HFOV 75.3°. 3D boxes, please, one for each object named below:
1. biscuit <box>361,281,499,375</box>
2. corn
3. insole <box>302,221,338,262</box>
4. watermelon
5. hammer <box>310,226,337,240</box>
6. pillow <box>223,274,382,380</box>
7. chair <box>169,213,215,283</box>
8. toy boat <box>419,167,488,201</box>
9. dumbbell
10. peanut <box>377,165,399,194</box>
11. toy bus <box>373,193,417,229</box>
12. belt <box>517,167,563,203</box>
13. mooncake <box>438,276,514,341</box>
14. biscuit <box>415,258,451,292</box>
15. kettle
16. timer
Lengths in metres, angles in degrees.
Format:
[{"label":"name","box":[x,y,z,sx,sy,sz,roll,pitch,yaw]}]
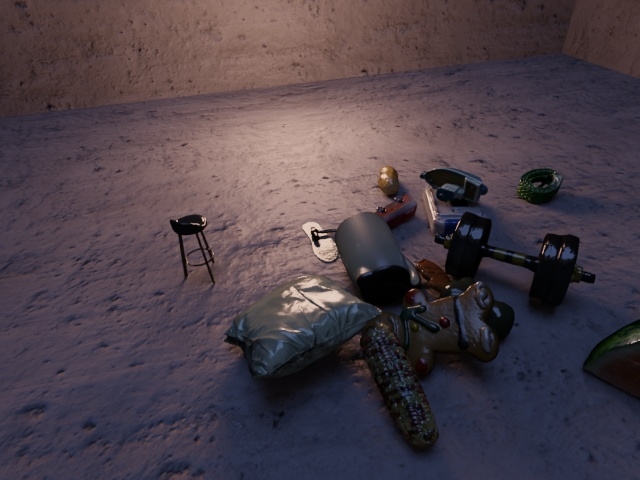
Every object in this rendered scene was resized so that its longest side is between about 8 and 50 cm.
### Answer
[{"label":"biscuit","box":[0.235,0.196,0.922,0.302,0.049,0.196,-11,56,22]},{"label":"corn","box":[0.156,0.287,0.836,0.086,0.086,0.253,-15,54,-15]},{"label":"insole","box":[0.000,-0.001,1.332,0.080,0.003,0.232,-14,38,-14]},{"label":"watermelon","box":[0.760,0.208,0.803,0.292,0.222,0.319,-31,44,-25]},{"label":"hammer","box":[0.056,-0.031,1.354,0.178,0.021,0.065,-4,35,-9]},{"label":"pillow","box":[-0.050,0.186,0.930,0.310,0.138,0.283,-26,19,-24]},{"label":"chair","box":[-0.348,0.012,1.170,0.104,0.221,0.095,8,42,15]},{"label":"toy boat","box":[0.416,-0.177,1.331,0.215,0.088,0.102,30,48,34]},{"label":"dumbbell","box":[0.491,0.042,1.080,0.388,0.185,0.185,18,42,25]},{"label":"peanut","box":[0.254,-0.231,1.564,0.080,0.080,0.174,0,33,5]},{"label":"toy bus","box":[0.241,-0.085,1.379,0.192,0.065,0.077,-29,54,-30]},{"label":"belt","box":[0.770,-0.188,1.459,0.151,0.079,0.121,-28,52,-12]},{"label":"mooncake","box":[0.369,0.167,0.991,0.175,0.104,0.168,17,36,22]},{"label":"biscuit","box":[0.311,0.095,1.123,0.102,0.019,0.130,15,32,-26]},{"label":"kettle","box":[0.167,0.058,1.128,0.221,0.161,0.236,17,30,-25]},{"label":"timer","box":[0.444,-0.111,1.379,0.179,0.078,0.253,-1,36,3]}]
